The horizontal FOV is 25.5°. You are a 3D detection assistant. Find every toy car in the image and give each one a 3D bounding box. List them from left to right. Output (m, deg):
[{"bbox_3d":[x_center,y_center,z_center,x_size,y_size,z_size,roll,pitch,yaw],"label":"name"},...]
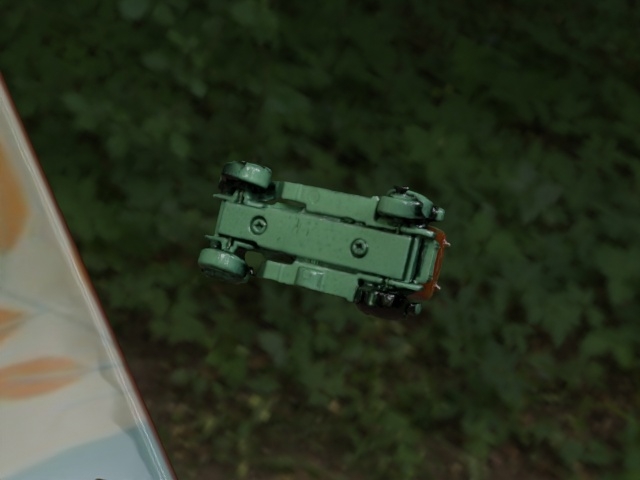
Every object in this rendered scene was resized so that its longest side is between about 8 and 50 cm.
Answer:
[{"bbox_3d":[0.000,0.000,0.807,0.143,0.073,0.054,11,-3,26],"label":"toy car"}]

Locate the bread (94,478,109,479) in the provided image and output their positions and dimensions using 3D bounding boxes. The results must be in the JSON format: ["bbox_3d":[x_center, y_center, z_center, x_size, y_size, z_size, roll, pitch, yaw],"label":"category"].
[{"bbox_3d":[-0.016,0.115,0.196,0.140,0.128,0.069,33,5,8],"label":"bread"}]

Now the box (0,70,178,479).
[{"bbox_3d":[-0.201,0.116,0.345,0.122,0.344,0.385,101,-36,-65],"label":"box"}]
